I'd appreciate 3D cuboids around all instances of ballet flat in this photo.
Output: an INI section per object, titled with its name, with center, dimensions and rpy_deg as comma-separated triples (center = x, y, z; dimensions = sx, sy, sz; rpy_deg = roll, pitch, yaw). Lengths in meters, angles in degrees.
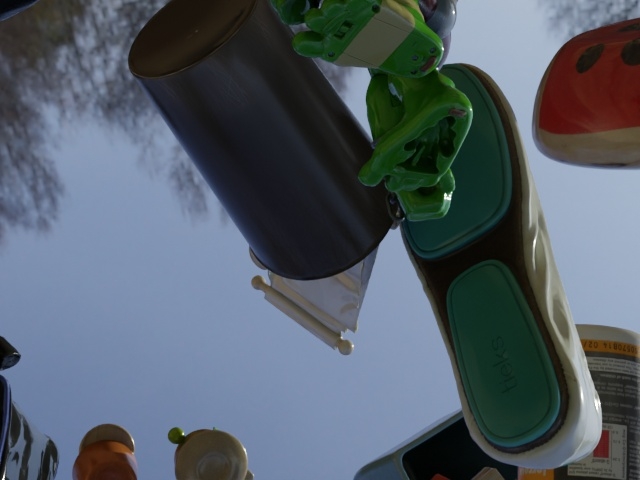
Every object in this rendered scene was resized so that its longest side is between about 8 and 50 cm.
[ballet flat]
center = 0.159, 0.024, 1.014
dimensions = 0.139, 0.139, 0.400
rpy_deg = -10, -122, 0

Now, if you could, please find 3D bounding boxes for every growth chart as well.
[growth chart]
center = 0.000, 0.000, 1.121
dimensions = 0.021, 0.237, 0.172
rpy_deg = -22, -127, -40

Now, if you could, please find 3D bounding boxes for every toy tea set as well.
[toy tea set]
center = -0.144, 0.325, 1.349
dimensions = 0.200, 0.336, 0.124
rpy_deg = -42, -164, -10

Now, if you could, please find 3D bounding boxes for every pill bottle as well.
[pill bottle]
center = 0.322, 0.252, 1.373
dimensions = 0.162, 0.162, 0.278
rpy_deg = -1, -109, 20

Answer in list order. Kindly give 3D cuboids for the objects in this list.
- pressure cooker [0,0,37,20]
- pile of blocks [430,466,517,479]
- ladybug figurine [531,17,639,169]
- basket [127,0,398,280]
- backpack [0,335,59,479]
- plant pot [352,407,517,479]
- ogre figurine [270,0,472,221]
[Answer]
[pressure cooker]
center = -0.333, -0.375, 0.730
dimensions = 0.420, 0.369, 0.375
rpy_deg = 36, -174, 11
[pile of blocks]
center = 0.160, 0.406, 1.638
dimensions = 0.362, 0.112, 0.149
rpy_deg = -37, -179, 20
[ladybug figurine]
center = 0.450, -0.201, 1.445
dimensions = 0.305, 0.161, 0.449
rpy_deg = -27, -163, -29
[basket]
center = -0.053, -0.105, 0.987
dimensions = 0.154, 0.227, 0.204
rpy_deg = -34, -143, 2
[backpack]
center = -0.332, 0.232, 0.808
dimensions = 0.264, 0.213, 0.276
rpy_deg = -5, -137, 6
[plant pot]
center = 0.199, 0.461, 2.031
dimensions = 0.248, 0.247, 0.252
rpy_deg = -24, 176, -36
[ogre figurine]
center = 0.030, -0.105, 0.520
dimensions = 0.097, 0.197, 0.118
rpy_deg = -25, -130, 19
